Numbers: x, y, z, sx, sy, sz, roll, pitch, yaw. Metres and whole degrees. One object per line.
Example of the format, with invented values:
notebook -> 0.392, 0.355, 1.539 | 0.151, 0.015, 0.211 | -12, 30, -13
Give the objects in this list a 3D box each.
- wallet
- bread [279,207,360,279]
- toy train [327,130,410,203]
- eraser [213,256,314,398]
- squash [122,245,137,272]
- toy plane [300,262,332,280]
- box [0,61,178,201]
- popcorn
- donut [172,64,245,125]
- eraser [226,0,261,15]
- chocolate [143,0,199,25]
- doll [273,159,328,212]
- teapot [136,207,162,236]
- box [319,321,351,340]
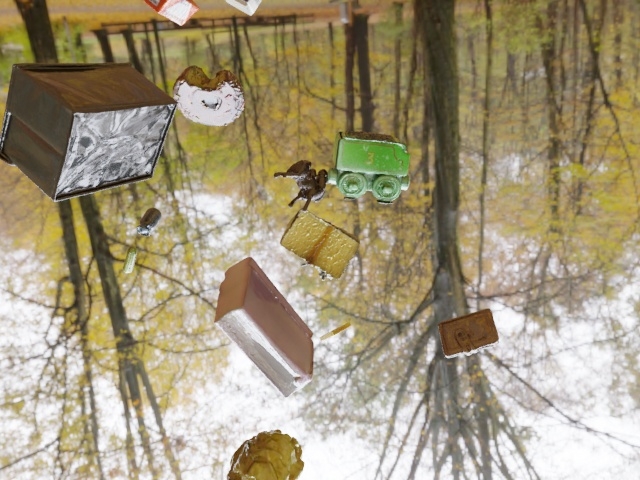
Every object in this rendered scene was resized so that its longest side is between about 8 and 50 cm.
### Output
wallet -> 0.393, 0.247, 1.612 | 0.153, 0.039, 0.118 | -20, -131, 17
bread -> 0.000, 0.000, 2.220 | 0.266, 0.178, 0.142 | 31, -159, -7
toy train -> 0.141, -0.215, 1.740 | 0.243, 0.188, 0.132 | 6, -158, -5
eraser -> -0.159, 0.263, 1.842 | 0.122, 0.359, 0.272 | -30, -154, 14
squash -> -0.525, 0.051, 1.672 | 0.027, 0.083, 0.027 | 18, -149, -12
toy plane -> -0.036, 0.073, 2.628 | 0.273, 0.107, 0.182 | 27, -124, 24
box -> -0.565, -0.281, 1.494 | 0.204, 0.251, 0.345 | 39, -148, 15
popcorn -> -0.168, 0.633, 1.674 | 0.266, 0.192, 0.233 | -38, -167, -37
donut -> -0.355, -0.472, 1.958 | 0.230, 0.216, 0.096 | -6, -124, 8
eraser -> -0.233, -0.974, 2.200 | 0.124, 0.279, 0.081 | 32, 179, 13
chocolate -> -0.592, -0.903, 2.190 | 0.237, 0.108, 0.235 | 41, -168, 3
doll -> -0.037, -0.159, 1.646 | 0.057, 0.139, 0.165 | -1, -148, 44
teapot -> -0.489, -0.054, 1.752 | 0.064, 0.049, 0.083 | 2, -130, 24
box -> 0.060, 0.373, 2.471 | 0.087, 0.023, 0.155 | -21, 171, -25
